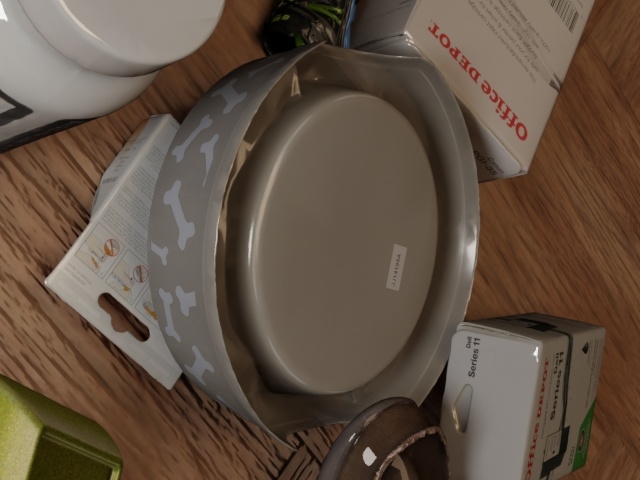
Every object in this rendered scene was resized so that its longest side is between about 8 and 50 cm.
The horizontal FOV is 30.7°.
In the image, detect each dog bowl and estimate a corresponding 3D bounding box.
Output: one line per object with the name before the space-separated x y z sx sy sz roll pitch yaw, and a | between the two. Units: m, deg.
dog bowl | 0.000 0.000 0.974 0.349 0.102 0.348 -12 106 -49

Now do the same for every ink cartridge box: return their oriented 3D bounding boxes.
ink cartridge box | 0.153 -0.225 1.184 0.207 0.117 0.283 43 57 -28
ink cartridge box | -0.132 0.009 0.953 0.145 0.045 0.179 46 63 -27
ink cartridge box | 0.196 0.153 1.121 0.208 0.087 0.153 0 99 -60

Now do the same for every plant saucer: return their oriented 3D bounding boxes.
plant saucer | -0.195 0.199 0.794 0.188 0.045 0.188 54 44 -64

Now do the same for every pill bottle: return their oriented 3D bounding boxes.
pill bottle | -0.194 -0.148 0.758 0.162 0.278 0.162 8 78 -41

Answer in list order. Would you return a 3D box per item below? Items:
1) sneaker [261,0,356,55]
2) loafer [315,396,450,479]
sneaker | -0.013 -0.206 1.069 0.078 0.067 0.188 5 83 -47
loafer | 0.083 0.306 0.972 0.134 0.130 0.365 -20 113 -43
